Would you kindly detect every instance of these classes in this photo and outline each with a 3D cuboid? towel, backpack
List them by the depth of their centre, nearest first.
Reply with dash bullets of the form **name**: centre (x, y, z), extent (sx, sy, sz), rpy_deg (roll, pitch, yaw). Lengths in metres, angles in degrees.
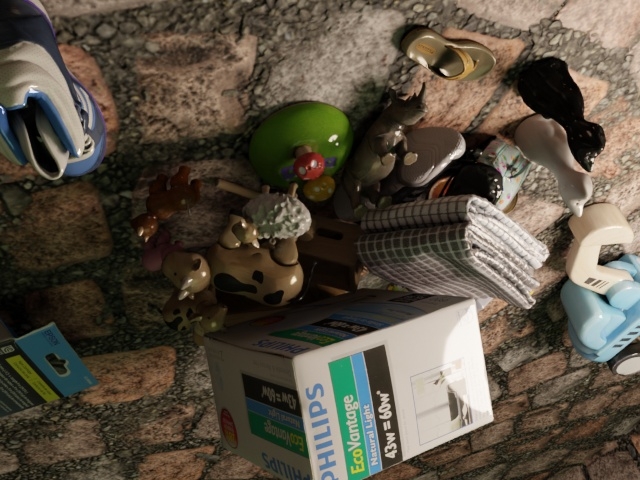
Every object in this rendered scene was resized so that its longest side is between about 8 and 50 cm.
- **towel**: centre (0.231, 0.031, 1.311), extent (0.235, 0.121, 0.284), rpy_deg (-9, 151, 42)
- **backpack**: centre (0.304, -0.110, 1.360), extent (0.182, 0.115, 0.152), rpy_deg (-41, 168, -46)

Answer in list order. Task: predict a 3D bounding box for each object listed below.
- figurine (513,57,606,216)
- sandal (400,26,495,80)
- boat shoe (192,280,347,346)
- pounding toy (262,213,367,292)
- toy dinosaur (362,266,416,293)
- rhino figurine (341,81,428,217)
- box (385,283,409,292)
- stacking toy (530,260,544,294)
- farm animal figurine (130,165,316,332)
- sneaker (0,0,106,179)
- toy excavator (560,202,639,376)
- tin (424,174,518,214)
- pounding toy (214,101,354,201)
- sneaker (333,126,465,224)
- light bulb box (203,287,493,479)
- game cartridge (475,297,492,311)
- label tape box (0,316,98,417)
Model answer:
- **figurine**: centre (0.424, -0.170, 1.305), extent (0.092, 0.209, 0.215), rpy_deg (-19, 145, -2)
- **sandal**: centre (0.206, -0.286, 1.184), extent (0.180, 0.049, 0.072), rpy_deg (9, 135, -34)
- **boat shoe**: centre (-0.098, 0.147, 1.517), extent (0.341, 0.121, 0.110), rpy_deg (-2, 122, -28)
- **pounding toy**: centre (-0.009, -0.005, 1.383), extent (0.181, 0.094, 0.206), rpy_deg (14, 154, 10)
- **toy dinosaur**: centre (0.185, 0.019, 1.534), extent (0.322, 0.164, 0.218), rpy_deg (-7, 135, 22)
- **rhino figurine**: centre (0.110, -0.160, 1.247), extent (0.073, 0.106, 0.243), rpy_deg (12, 121, -32)
- **box**: centre (0.175, 0.143, 1.724), extent (0.054, 0.059, 0.169), rpy_deg (6, 137, -33)
- **stacking toy**: centre (0.424, 0.094, 1.788), extent (0.221, 0.052, 0.167), rpy_deg (-12, 144, -10)
- **farm animal figurine**: centre (-0.174, 0.053, 1.251), extent (0.327, 0.172, 0.330), rpy_deg (4, 138, 7)
- **sneaker**: centre (-0.352, -0.133, 0.952), extent (0.130, 0.236, 0.323), rpy_deg (-15, 144, -7)
- **toy excavator**: centre (0.711, 0.124, 1.858), extent (0.445, 0.222, 0.433), rpy_deg (12, 133, -25)
- **tin**: centre (0.291, -0.079, 1.442), extent (0.190, 0.106, 0.040), rpy_deg (-14, 160, -17)
- **pounding toy**: centre (-0.036, -0.110, 1.246), extent (0.183, 0.110, 0.237), rpy_deg (18, 129, -41)
- **sneaker**: centre (0.165, -0.102, 1.368), extent (0.268, 0.101, 0.153), rpy_deg (-31, 144, 24)
- **light bulb box**: centre (0.038, 0.238, 1.303), extent (0.361, 0.225, 0.358), rpy_deg (-13, -174, -31)
- **game cartridge**: centre (0.276, 0.161, 1.681), extent (0.198, 0.062, 0.297), rpy_deg (-27, 172, -47)
- **label tape box**: centre (-0.634, 0.234, 1.410), extent (0.348, 0.115, 0.249), rpy_deg (-19, 145, -7)
